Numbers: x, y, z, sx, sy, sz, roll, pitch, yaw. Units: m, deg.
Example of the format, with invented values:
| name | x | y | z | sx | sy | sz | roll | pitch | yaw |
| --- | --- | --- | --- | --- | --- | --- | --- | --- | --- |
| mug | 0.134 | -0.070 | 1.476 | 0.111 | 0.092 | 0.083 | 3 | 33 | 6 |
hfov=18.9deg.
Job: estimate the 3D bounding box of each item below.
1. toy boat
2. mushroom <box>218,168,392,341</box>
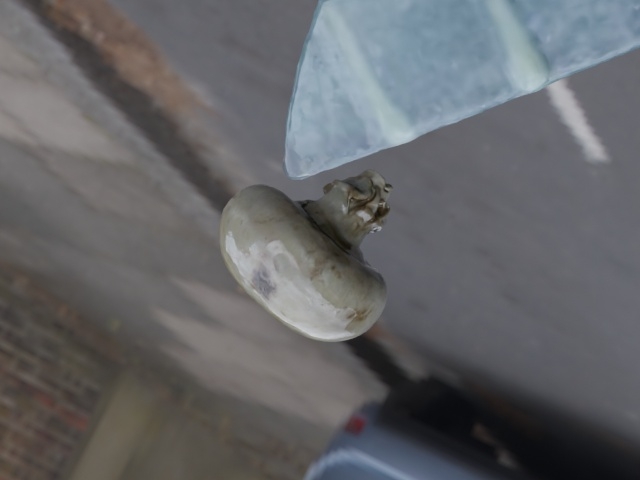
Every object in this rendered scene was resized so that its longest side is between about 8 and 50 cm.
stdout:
| name | x | y | z | sx | sy | sz | roll | pitch | yaw |
| --- | --- | --- | --- | --- | --- | --- | --- | --- | --- |
| toy boat | 0.039 | -0.054 | 0.331 | 0.034 | 0.122 | 0.096 | -25 | -86 | -80 |
| mushroom | 0.000 | 0.000 | 0.858 | 0.085 | 0.079 | 0.085 | 41 | -177 | -3 |
